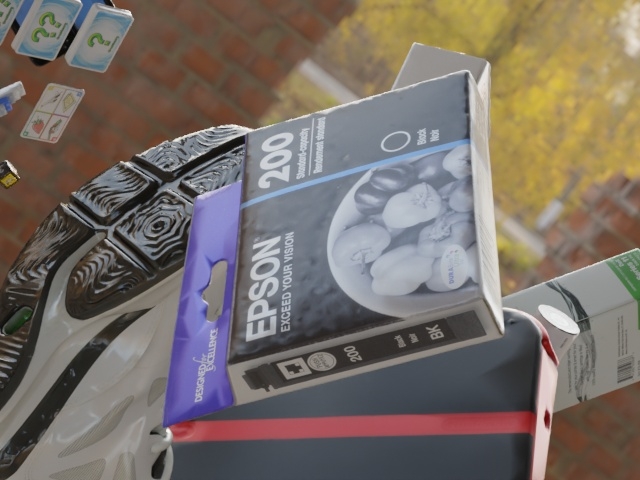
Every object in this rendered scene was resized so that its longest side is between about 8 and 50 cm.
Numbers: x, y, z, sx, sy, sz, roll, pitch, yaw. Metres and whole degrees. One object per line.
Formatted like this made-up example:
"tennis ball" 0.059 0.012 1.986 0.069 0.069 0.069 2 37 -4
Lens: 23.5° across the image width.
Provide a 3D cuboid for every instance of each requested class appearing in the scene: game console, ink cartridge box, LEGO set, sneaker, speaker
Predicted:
"game console" -0.322 -0.288 1.841 0.122 0.107 0.071 59 -20 -2
"ink cartridge box" 0.000 0.000 0.906 0.206 0.208 0.045 -88 155 -48
"game console" 0.028 0.193 1.490 0.342 0.386 0.060 -73 154 -49
"LEGO set" -0.321 -0.152 1.634 0.182 0.244 0.060 9 35 -42
"sneaker" -0.171 0.112 1.388 0.169 0.447 0.257 33 -18 46
"ink cartridge box" 0.320 0.119 1.897 0.087 0.208 0.153 -119 -165 -46
"ink cartridge box" 0.139 -0.102 2.152 0.117 0.283 0.207 16 -31 16
"speaker" 0.231 0.141 1.704 0.055 0.136 0.055 26 22 -11
